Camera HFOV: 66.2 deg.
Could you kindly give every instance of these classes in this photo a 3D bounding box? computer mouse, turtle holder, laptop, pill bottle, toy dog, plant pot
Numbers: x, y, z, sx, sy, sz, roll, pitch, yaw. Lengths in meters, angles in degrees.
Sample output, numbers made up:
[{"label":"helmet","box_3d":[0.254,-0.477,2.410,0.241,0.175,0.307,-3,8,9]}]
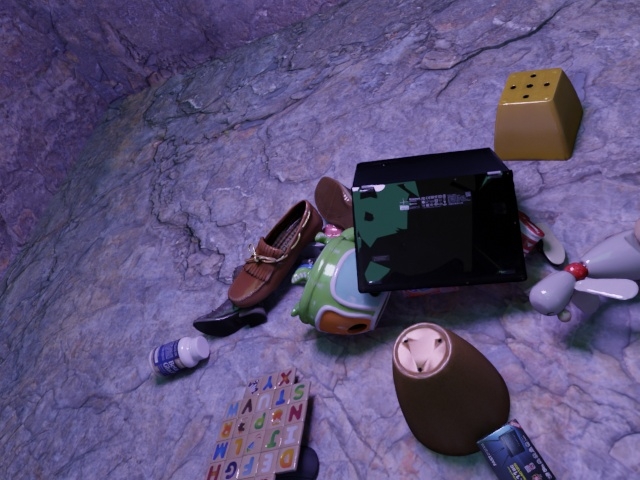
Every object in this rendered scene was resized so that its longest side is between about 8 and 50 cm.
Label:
[{"label":"computer mouse","box_3d":[-0.138,0.564,1.150,0.261,0.060,0.184,-8,47,27]},{"label":"turtle holder","box_3d":[0.077,0.113,1.321,0.227,0.244,0.320,22,32,15]},{"label":"laptop","box_3d":[0.283,-0.071,1.265,0.381,0.236,0.409,-5,78,10]},{"label":"pill bottle","box_3d":[-0.431,0.352,1.507,0.169,0.094,0.094,-22,44,15]},{"label":"toy dog","box_3d":[0.615,0.086,1.030,0.333,0.220,0.161,-36,73,10]},{"label":"plant pot","box_3d":[0.618,-0.373,1.420,0.212,0.187,0.212,6,56,37]},{"label":"plant pot","box_3d":[0.244,0.285,1.014,0.237,0.254,0.237,-18,45,19]}]

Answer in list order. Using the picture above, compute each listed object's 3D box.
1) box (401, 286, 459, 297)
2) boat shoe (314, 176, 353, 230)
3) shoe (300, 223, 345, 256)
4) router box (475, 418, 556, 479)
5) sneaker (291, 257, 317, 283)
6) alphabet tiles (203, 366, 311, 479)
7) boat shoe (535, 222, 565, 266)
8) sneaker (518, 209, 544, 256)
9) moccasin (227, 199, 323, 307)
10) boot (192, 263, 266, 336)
[{"label":"box","box_3d":[0.282,-0.011,1.340,0.153,0.142,0.300,-11,47,24]},{"label":"boat shoe","box_3d":[0.105,-0.093,1.559,0.342,0.123,0.123,40,111,44]},{"label":"shoe","box_3d":[0.000,0.000,1.577,0.177,0.064,0.081,-7,47,22]},{"label":"router box","box_3d":[0.371,0.419,0.938,0.092,0.038,0.123,-33,64,4]},{"label":"sneaker","box_3d":[-0.015,0.095,1.499,0.152,0.058,0.085,5,64,44]},{"label":"alphabet tiles","box_3d":[-0.156,0.478,1.218,0.285,0.011,0.343,-23,33,27]},{"label":"boat shoe","box_3d":[0.563,0.015,1.213,0.048,0.042,0.133,-7,45,0]},{"label":"sneaker","box_3d":[0.477,-0.016,1.262,0.128,0.087,0.221,-59,6,20]},{"label":"moccasin","box_3d":[-0.143,0.038,1.478,0.380,0.147,0.139,-46,53,-6]},{"label":"boot","box_3d":[-0.273,0.179,1.576,0.262,0.091,0.229,-13,45,9]}]
